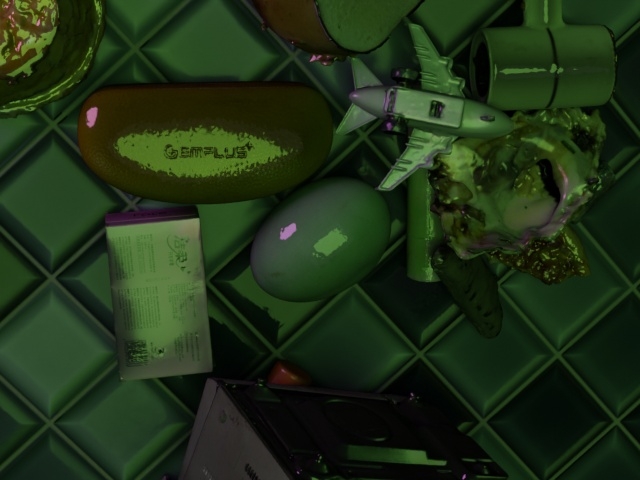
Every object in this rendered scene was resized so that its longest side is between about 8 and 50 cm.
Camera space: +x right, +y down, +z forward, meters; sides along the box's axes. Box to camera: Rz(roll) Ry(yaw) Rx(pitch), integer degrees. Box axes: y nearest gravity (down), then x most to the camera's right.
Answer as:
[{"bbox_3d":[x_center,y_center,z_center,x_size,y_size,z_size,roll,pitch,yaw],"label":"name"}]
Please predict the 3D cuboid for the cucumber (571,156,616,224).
[{"bbox_3d":[0.418,-0.081,1.949,0.064,0.064,0.112,43,92,-16],"label":"cucumber"}]

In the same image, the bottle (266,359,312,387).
[{"bbox_3d":[-0.089,0.280,1.946,0.069,0.069,0.187,32,99,-15],"label":"bottle"}]

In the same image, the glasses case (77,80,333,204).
[{"bbox_3d":[-0.166,-0.143,1.795,0.371,0.141,0.173,-2,104,-8],"label":"glasses case"}]

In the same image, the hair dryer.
[{"bbox_3d":[0.329,-0.379,1.843,0.203,0.128,0.362,-4,96,-7],"label":"hair dryer"}]

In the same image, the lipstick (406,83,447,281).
[{"bbox_3d":[0.169,-0.092,1.897,0.076,0.076,0.304,-3,104,-9],"label":"lipstick"}]

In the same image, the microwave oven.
[{"bbox_3d":[0.031,0.363,1.812,0.394,0.333,0.247,10,108,-33],"label":"microwave oven"}]

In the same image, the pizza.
[{"bbox_3d":[0.329,0.002,1.952,0.246,0.058,0.127,34,96,-13],"label":"pizza"}]

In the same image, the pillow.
[{"bbox_3d":[0.240,0.064,1.926,0.241,0.051,0.093,49,57,-43],"label":"pillow"}]

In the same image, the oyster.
[{"bbox_3d":[0.309,-0.087,1.882,0.354,0.107,0.201,-27,77,-18],"label":"oyster"}]

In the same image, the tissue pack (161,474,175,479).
[{"bbox_3d":[-0.228,0.433,1.962,0.094,0.059,0.074,33,94,-15],"label":"tissue pack"}]

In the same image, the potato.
[{"bbox_3d":[0.019,-0.406,1.748,0.300,0.196,0.246,-51,130,-26],"label":"potato"}]

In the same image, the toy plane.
[{"bbox_3d":[0.156,-0.188,1.783,0.255,0.101,0.251,11,89,5],"label":"toy plane"}]

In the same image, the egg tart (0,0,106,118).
[{"bbox_3d":[-0.457,-0.318,1.718,0.315,0.120,0.315,-2,102,-8],"label":"egg tart"}]

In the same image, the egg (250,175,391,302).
[{"bbox_3d":[0.000,0.000,1.841,0.231,0.168,0.168,-35,106,3],"label":"egg"}]

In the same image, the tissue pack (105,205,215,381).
[{"bbox_3d":[-0.242,0.080,1.859,0.148,0.092,0.246,-5,104,-7],"label":"tissue pack"}]
